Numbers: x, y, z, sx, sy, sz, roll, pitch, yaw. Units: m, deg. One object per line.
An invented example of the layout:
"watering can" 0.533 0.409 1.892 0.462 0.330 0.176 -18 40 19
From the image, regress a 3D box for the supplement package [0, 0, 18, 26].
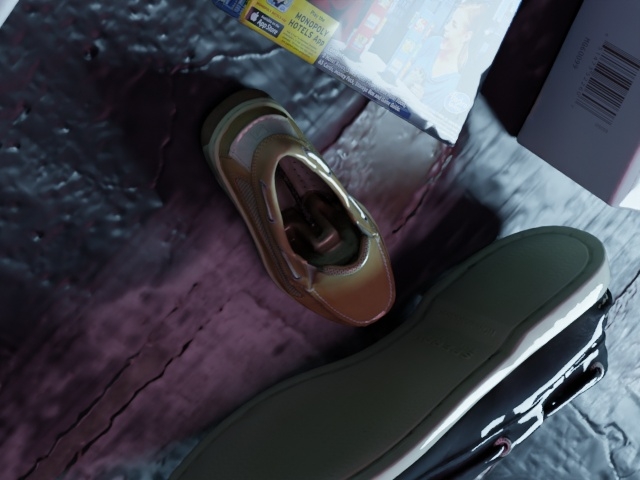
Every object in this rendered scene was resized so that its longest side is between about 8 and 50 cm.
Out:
"supplement package" -0.172 -0.160 0.437 0.149 0.194 0.203 30 98 -46

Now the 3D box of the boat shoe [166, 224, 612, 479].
"boat shoe" 0.051 0.122 0.867 0.340 0.127 0.113 -37 125 -25

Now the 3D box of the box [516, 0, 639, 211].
"box" 0.231 -0.087 0.884 0.170 0.091 0.130 8 114 -41

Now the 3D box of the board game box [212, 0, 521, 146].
"board game box" 0.052 -0.166 0.698 0.194 0.060 0.194 24 101 -53

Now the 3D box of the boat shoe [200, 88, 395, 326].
"boat shoe" 0.000 0.000 0.776 0.068 0.072 0.190 -45 137 -4
